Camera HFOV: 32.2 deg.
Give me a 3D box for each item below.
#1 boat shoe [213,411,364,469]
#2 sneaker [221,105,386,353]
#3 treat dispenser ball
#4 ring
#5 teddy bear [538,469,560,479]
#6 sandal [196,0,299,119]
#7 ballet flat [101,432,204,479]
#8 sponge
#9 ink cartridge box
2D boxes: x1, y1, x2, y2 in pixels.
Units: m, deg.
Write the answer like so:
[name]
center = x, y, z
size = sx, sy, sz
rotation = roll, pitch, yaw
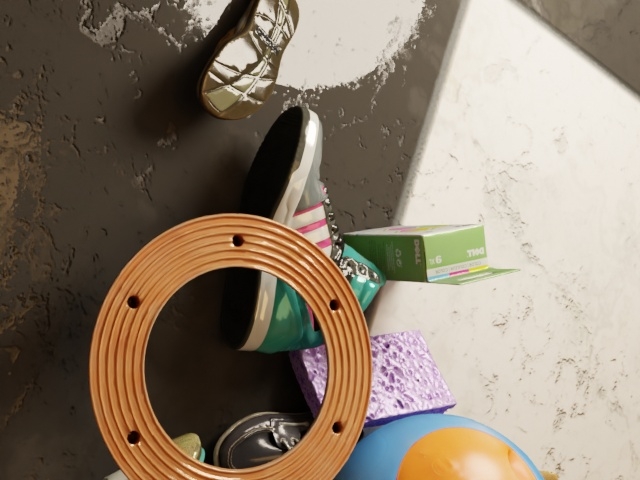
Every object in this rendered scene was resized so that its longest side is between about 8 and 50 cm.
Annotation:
[boat shoe]
center = -0.035, 0.245, 1.347
size = 0.206, 0.065, 0.075
rotation = -4, 91, -41
[sneaker]
center = 0.000, 0.000, 1.339
size = 0.178, 0.124, 0.295
rotation = 14, 90, -31
[treat dispenser ball]
center = 0.139, 0.352, 1.325
size = 0.288, 0.288, 0.288
rotation = 0, 90, -37
[ring]
center = -0.092, 0.138, 1.207
size = 0.336, 0.032, 0.336
rotation = 4, 81, -28
[teddy bear]
center = 0.227, 0.465, 1.518
size = 0.245, 0.113, 0.338
rotation = 34, 65, -6
[sandal]
center = -0.092, -0.225, 1.319
size = 0.090, 0.060, 0.219
rotation = 46, 50, -34
[ballet flat]
center = -0.245, 0.341, 1.171
size = 0.123, 0.123, 0.348
rotation = 40, 67, -30
[sponge]
center = 0.069, 0.178, 1.417
size = 0.210, 0.031, 0.117
rotation = -4, 58, -36
[ink cartridge box]
center = 0.135, 0.015, 1.391
size = 0.109, 0.209, 0.062
rotation = -9, 96, -37
